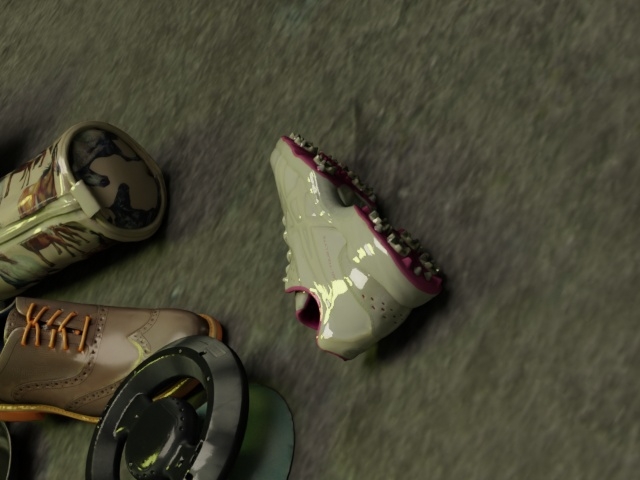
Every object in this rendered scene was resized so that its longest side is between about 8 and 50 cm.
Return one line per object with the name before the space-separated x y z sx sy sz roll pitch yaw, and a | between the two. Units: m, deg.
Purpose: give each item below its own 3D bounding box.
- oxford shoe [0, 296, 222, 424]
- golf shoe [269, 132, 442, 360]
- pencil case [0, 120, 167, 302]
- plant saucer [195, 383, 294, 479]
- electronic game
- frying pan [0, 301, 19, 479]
oxford shoe | -0.278 0.126 1.618 0.364 0.133 0.130 -12 52 29
golf shoe | 0.000 0.000 1.446 0.140 0.115 0.306 -52 35 11
pencil case | -0.377 -0.014 1.837 0.410 0.160 0.183 -23 18 36
plant saucer | -0.109 0.225 1.453 0.195 0.037 0.195 -30 43 32
electronic game | -0.155 0.200 1.451 0.229 0.048 0.229 -29 44 33
frying pan | -0.432 0.253 1.781 0.197 0.053 0.326 -35 42 24
